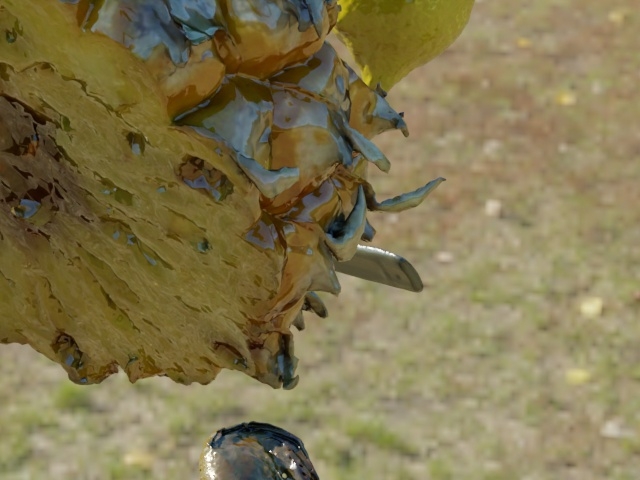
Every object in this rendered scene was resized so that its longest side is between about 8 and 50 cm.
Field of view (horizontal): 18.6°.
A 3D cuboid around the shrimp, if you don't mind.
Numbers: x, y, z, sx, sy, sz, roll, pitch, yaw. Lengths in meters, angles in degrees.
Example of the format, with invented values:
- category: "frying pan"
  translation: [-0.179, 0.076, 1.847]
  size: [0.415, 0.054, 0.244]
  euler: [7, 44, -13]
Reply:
- category: "shrimp"
  translation: [-0.035, 0.272, 1.843]
  size: [0.117, 0.066, 0.262]
  euler: [-17, 56, -15]

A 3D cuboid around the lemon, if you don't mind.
- category: "lemon"
  translation: [0.031, -0.102, 0.777]
  size: [0.065, 0.092, 0.065]
  euler: [7, -5, 1]

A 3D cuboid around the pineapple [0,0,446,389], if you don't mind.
- category: "pineapple"
  translation: [-0.040, -0.014, 0.565]
  size: [0.135, 0.233, 0.079]
  euler: [25, 64, -2]

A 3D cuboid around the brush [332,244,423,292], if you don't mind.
- category: "brush"
  translation: [0.000, 0.000, 1.231]
  size: [0.190, 0.034, 0.027]
  euler: [14, 58, 50]
